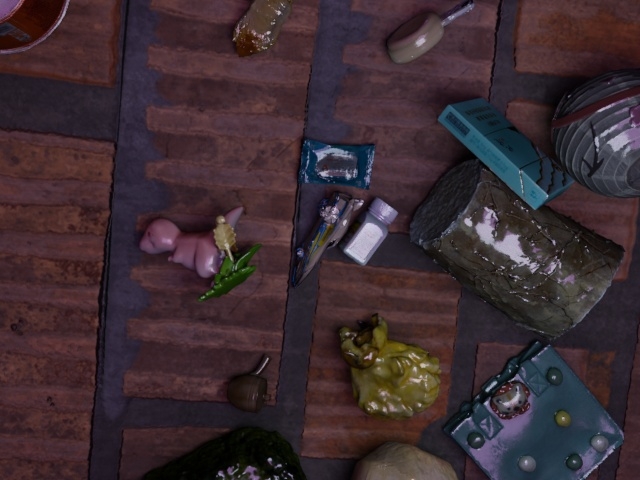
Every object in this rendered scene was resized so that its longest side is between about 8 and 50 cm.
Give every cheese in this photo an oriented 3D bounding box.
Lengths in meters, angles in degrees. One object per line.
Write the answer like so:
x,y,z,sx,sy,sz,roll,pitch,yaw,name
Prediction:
0.192,-0.374,1.529,0.171,0.092,0.047,-38,117,6,cheese

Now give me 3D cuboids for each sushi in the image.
-0.173,0.526,1.580,0.352,0.178,0.294,-29,104,-1,sushi

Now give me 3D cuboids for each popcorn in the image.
0.125,0.233,1.580,0.168,0.173,0.195,-13,111,37,popcorn

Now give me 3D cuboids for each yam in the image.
0.349,0.014,1.544,0.348,0.241,0.241,31,94,-10,yam

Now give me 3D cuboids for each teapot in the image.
-0.123,0.265,1.613,0.080,0.085,0.110,10,68,13,teapot

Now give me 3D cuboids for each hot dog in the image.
-0.093,-0.390,1.499,0.078,0.061,0.169,35,119,-4,hot dog

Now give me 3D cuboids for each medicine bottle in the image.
0.087,-0.018,1.578,0.055,0.074,0.118,37,93,-11,medicine bottle

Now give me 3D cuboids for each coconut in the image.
0.152,0.504,1.578,0.259,0.259,0.259,-1,99,-8,coconut

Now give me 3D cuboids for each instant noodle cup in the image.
-0.530,-0.422,1.364,0.250,0.192,0.250,-1,100,-8,instant noodle cup

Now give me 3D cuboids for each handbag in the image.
0.417,0.374,1.677,0.268,0.100,0.274,-40,103,1,handbag

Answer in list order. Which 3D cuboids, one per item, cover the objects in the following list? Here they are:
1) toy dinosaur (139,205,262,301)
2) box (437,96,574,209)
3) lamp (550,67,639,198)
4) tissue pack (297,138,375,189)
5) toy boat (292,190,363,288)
-0.203,0.008,1.532,0.194,0.152,0.177,-37,83,23,toy dinosaur
0.325,-0.157,1.507,0.229,0.162,0.041,46,122,14,box
0.536,-0.193,1.543,0.265,0.233,0.233,-17,101,-5,lamp
0.029,-0.140,1.576,0.138,0.028,0.085,5,102,-14,tissue pack
0.000,0.000,1.574,0.066,0.084,0.210,28,104,-7,toy boat
